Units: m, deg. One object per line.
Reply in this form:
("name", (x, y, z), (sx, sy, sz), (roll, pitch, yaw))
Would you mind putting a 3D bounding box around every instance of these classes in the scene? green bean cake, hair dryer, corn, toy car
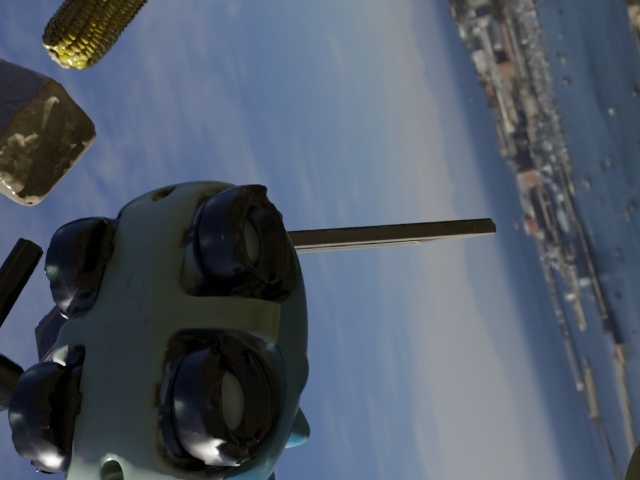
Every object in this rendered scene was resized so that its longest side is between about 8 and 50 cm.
("green bean cake", (-0.313, -0.113, 0.968), (0.179, 0.109, 0.085), (26, 161, 43))
("hair dryer", (-0.471, 0.110, 1.424), (0.251, 0.089, 0.197), (-66, -27, -21))
("corn", (-0.223, -0.272, 1.065), (0.072, 0.203, 0.072), (37, 178, 2))
("toy car", (-0.094, 0.087, 0.723), (0.190, 0.189, 0.255), (43, -138, -51))

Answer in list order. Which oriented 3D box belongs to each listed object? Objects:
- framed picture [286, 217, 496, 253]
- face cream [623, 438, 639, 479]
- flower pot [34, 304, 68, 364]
("framed picture", (0.000, 0.000, 0.975), (0.211, 0.290, 0.020), (164, 102, -78))
("face cream", (0.364, 0.222, 0.732), (0.179, 0.218, 0.218), (17, -136, -26))
("flower pot", (-0.367, 0.129, 1.574), (0.179, 0.251, 0.084), (-11, -110, -40))
